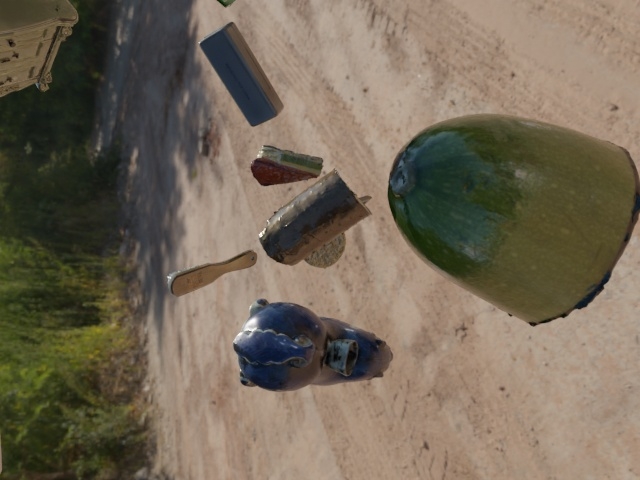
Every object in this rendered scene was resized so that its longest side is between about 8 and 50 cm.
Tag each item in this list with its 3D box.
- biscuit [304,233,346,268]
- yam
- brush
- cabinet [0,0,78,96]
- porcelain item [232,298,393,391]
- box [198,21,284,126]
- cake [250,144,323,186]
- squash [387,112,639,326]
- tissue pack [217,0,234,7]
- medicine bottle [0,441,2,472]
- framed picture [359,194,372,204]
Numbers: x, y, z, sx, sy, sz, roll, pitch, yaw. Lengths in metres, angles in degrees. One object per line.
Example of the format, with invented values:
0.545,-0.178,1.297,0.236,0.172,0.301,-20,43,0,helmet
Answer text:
0.000,0.000,1.535,0.020,0.152,0.152,153,119,-67,biscuit
-0.015,-0.046,1.276,0.238,0.128,0.129,-37,59,15,yam
-0.333,0.088,1.750,0.065,0.327,0.070,19,118,40,brush
-0.748,-0.456,1.246,0.318,0.290,0.227,-30,94,49,cabinet
-0.007,0.182,0.918,0.186,0.288,0.138,5,78,26,porcelain item
-0.192,-0.404,1.404,0.103,0.243,0.055,-15,29,35,box
-0.113,-0.242,1.765,0.220,0.117,0.086,-6,51,32,cake
0.234,-0.066,0.844,0.310,0.309,0.310,-57,19,33,squash
-0.255,-0.697,1.345,0.148,0.209,0.156,-31,61,23,tissue pack
-0.673,0.230,0.960,0.219,0.219,0.388,-24,74,60,medicine bottle
0.013,-0.046,1.768,0.281,0.209,0.019,-42,73,46,framed picture
